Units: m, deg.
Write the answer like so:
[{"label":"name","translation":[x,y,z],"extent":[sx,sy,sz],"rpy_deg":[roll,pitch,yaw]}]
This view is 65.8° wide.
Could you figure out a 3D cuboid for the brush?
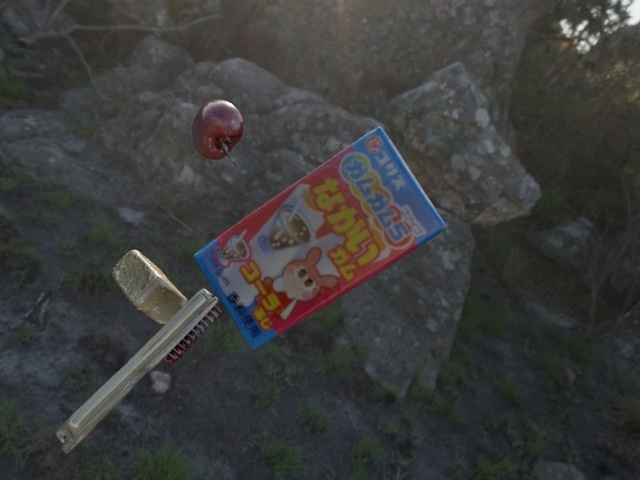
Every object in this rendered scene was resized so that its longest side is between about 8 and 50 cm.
[{"label":"brush","translation":[-0.290,0.212,0.821],"extent":[0.321,0.050,0.060],"rpy_deg":[-46,42,-20]}]

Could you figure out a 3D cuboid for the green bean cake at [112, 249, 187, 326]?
[{"label":"green bean cake","translation":[-0.383,0.104,1.100],"extent":[0.179,0.085,0.109],"rpy_deg":[31,-17,44]}]

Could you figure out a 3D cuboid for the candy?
[{"label":"candy","translation":[0.000,0.000,0.671],"extent":[0.157,0.306,0.100],"rpy_deg":[58,11,3]}]

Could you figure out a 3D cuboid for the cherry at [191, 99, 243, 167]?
[{"label":"cherry","translation":[-0.190,-0.201,0.895],"extent":[0.087,0.106,0.126],"rpy_deg":[20,11,-38]}]
